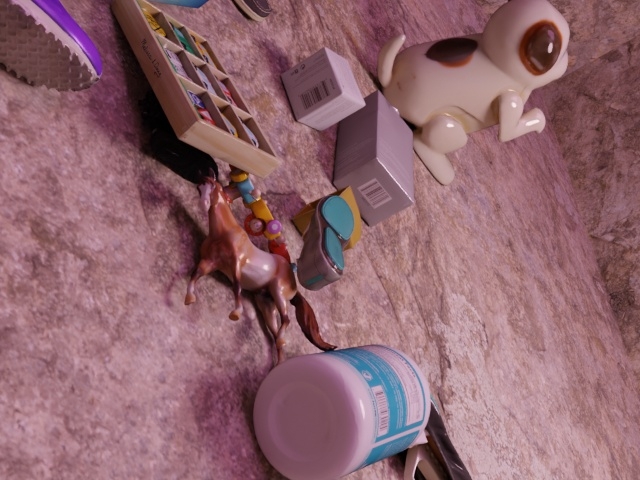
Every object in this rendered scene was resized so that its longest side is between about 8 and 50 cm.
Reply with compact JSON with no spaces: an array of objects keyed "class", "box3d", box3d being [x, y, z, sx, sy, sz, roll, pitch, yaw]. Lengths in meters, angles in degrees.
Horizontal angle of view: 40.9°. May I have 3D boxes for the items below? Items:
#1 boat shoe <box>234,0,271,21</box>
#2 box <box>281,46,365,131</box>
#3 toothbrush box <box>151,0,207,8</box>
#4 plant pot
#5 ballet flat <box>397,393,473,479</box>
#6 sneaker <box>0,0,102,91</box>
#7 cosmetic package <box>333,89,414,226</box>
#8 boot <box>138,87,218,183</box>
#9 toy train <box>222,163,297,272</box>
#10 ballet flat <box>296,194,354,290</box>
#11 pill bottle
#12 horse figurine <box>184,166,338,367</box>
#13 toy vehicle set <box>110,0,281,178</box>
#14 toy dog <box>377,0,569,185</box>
[{"class":"boat shoe","box3d":[-0.140,-0.492,1.494,0.223,0.073,0.080,62,26,2]},{"class":"box","box3d":[0.005,-0.263,1.502,0.087,0.101,0.101,14,53,-58]},{"class":"toothbrush box","box3d":[-0.252,-0.456,1.191,0.216,0.126,0.295,61,25,2]},{"class":"plant pot","box3d":[0.019,-0.023,1.323,0.083,0.081,0.081,63,25,-9]},{"class":"ballet flat","box3d":[0.138,0.291,1.220,0.280,0.095,0.096,58,38,-8]},{"class":"sneaker","box3d":[-0.322,-0.288,0.880,0.293,0.102,0.146,44,51,-33]},{"class":"cosmetic package","box3d":[0.101,-0.156,1.578,0.127,0.107,0.238,47,26,-27]},{"class":"boot","box3d":[-0.182,-0.137,1.109,0.121,0.045,0.099,34,31,-47]},{"class":"toy train","box3d":[-0.090,-0.027,1.162,0.166,0.046,0.125,59,-9,14]},{"class":"ballet flat","box3d":[0.000,0.000,1.178,0.072,0.068,0.213,50,20,-17]},{"class":"pill bottle","box3d":[0.044,0.205,1.062,0.264,0.146,0.146,5,60,-60]},{"class":"horse figurine","box3d":[-0.082,0.053,1.073,0.263,0.066,0.174,41,33,-36]},{"class":"toy vehicle set","box3d":[-0.166,-0.207,1.135,0.166,0.035,0.266,22,31,-53]},{"class":"toy dog","box3d":[0.364,-0.392,1.936,0.395,0.408,0.284,47,29,-29]}]
